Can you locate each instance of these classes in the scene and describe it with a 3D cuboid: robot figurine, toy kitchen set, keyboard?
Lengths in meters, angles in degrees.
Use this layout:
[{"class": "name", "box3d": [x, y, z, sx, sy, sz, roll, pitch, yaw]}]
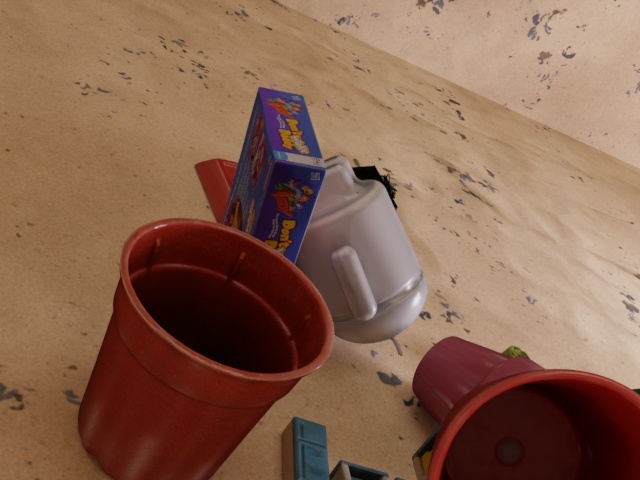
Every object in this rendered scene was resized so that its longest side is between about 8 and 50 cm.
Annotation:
[{"class": "robot figurine", "box3d": [0.061, 0.033, 1.427, 0.300, 0.200, 0.353, -71, 137, -71]}, {"class": "toy kitchen set", "box3d": [0.075, 0.292, 1.141, 0.207, 0.166, 0.122, 22, 30, -18]}, {"class": "keyboard", "box3d": [0.138, -0.118, 2.009, 0.100, 0.038, 0.192, -5, 41, -14]}]

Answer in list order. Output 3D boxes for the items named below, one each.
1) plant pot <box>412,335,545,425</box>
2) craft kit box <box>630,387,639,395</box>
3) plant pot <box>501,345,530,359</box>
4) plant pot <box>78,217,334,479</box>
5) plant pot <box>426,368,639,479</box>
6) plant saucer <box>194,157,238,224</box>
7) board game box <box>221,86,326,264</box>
[{"class": "plant pot", "box3d": [0.263, 0.261, 1.370, 0.201, 0.201, 0.180, 0, 25, -45]}, {"class": "craft kit box", "box3d": [0.345, 0.330, 1.164, 0.250, 0.246, 0.061, -7, 31, 0]}, {"class": "plant pot", "box3d": [0.367, 0.250, 1.586, 0.083, 0.079, 0.083, 23, 30, -14]}, {"class": "plant pot", "box3d": [-0.164, 0.158, 1.018, 0.273, 0.265, 0.272, 23, 30, -15]}, {"class": "plant pot", "box3d": [0.248, 0.272, 0.954, 0.275, 0.274, 0.243, 33, -2, 2]}, {"class": "plant saucer", "box3d": [-0.106, -0.074, 1.672, 0.259, 0.047, 0.258, 11, 34, -34]}, {"class": "board game box", "box3d": [-0.093, -0.035, 1.297, 0.078, 0.347, 0.233, 8, 35, -17]}]
